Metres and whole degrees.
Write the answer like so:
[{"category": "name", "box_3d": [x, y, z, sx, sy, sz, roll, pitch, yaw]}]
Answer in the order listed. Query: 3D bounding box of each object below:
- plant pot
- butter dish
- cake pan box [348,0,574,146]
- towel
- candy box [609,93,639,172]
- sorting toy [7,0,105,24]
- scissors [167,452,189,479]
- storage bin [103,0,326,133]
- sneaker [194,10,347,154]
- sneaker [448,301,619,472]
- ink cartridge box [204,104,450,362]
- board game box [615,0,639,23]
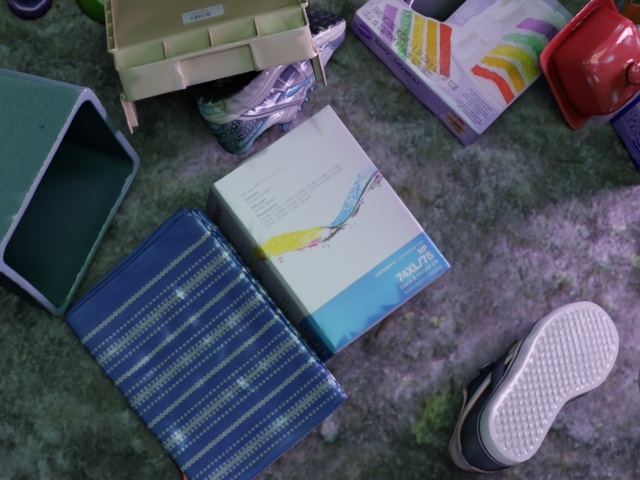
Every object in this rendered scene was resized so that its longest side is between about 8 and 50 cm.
[{"category": "plant pot", "box_3d": [-0.424, -0.084, 1.693, 0.252, 0.247, 0.247, 21, 75, 16]}, {"category": "butter dish", "box_3d": [0.418, -0.251, 1.876, 0.160, 0.118, 0.160, -46, 128, -15]}, {"category": "cake pan box", "box_3d": [0.211, -0.315, 1.914, 0.246, 0.070, 0.267, -43, 87, -16]}, {"category": "towel", "box_3d": [-0.155, 0.151, 1.714, 0.243, 0.040, 0.336, -40, 82, 7]}, {"category": "candy box", "box_3d": [0.586, -0.228, 1.820, 0.268, 0.317, 0.122, -30, 84, -13]}, {"category": "sorting toy", "box_3d": [-0.260, -0.384, 1.830, 0.366, 0.126, 0.127, -10, 80, -11]}, {"category": "scissors", "box_3d": [-0.178, 0.351, 1.742, 0.109, 0.021, 0.297, 19, 79, -12]}, {"category": "storage bin", "box_3d": [-0.145, -0.276, 1.733, 0.262, 0.123, 0.260, -13, 38, -2]}, {"category": "sneaker", "box_3d": [-0.063, -0.227, 1.849, 0.110, 0.122, 0.283, 21, 50, 39]}, {"category": "sneaker", "box_3d": [0.285, 0.199, 1.797, 0.321, 0.127, 0.126, -37, 92, -38]}, {"category": "ink cartridge box", "box_3d": [0.000, 0.000, 1.749, 0.197, 0.198, 0.270, -36, 86, -13]}, {"category": "board game box", "box_3d": [0.498, -0.507, 1.907, 0.064, 0.242, 0.316, 3, 77, -6]}]
